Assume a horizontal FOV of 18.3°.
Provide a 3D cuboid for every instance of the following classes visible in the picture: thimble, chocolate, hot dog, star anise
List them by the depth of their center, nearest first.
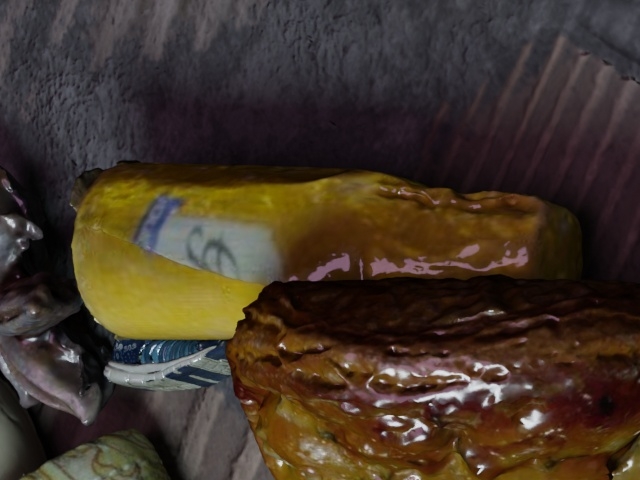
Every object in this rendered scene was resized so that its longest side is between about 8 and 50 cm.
[{"bbox_3d":[0.113,0.129,1.431,0.387,0.174,0.267,-1,136,24],"label":"hot dog"},{"bbox_3d":[0.000,0.000,1.594,0.445,0.162,0.162,-1,92,36],"label":"chocolate"},{"bbox_3d":[-0.211,0.271,1.780,0.190,0.137,0.143,-32,77,7],"label":"thimble"},{"bbox_3d":[-0.267,0.058,1.846,0.257,0.110,0.198,48,147,45],"label":"star anise"}]

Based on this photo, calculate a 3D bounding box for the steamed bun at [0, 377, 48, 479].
[{"bbox_3d":[-0.443,0.275,1.929,0.374,0.241,0.375,0,90,38],"label":"steamed bun"}]

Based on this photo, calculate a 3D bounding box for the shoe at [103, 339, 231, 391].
[{"bbox_3d":[-0.131,0.096,1.769,0.143,0.064,0.071,-7,76,38],"label":"shoe"}]
